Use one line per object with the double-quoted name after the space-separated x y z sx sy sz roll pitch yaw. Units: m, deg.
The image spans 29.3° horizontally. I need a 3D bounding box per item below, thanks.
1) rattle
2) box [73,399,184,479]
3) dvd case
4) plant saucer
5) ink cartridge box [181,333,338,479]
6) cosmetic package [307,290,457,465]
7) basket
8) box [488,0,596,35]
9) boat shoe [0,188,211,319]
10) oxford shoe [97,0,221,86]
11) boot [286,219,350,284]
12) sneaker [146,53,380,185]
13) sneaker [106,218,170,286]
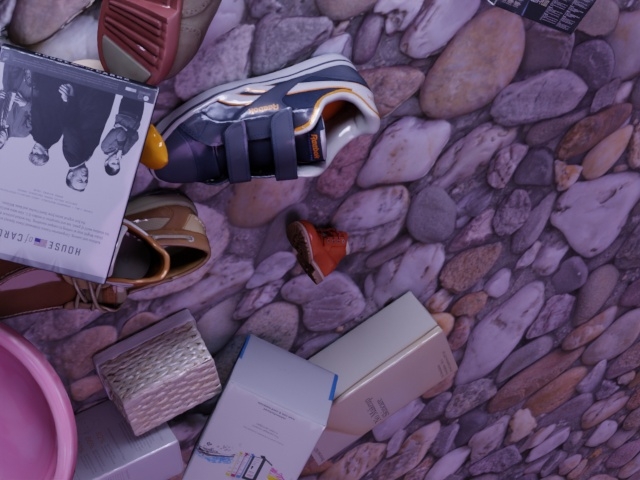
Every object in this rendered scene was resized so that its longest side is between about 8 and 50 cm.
-0.298 -0.137 1.433 0.130 0.143 0.200 -35 154 28 "rattle"
-0.319 0.327 1.913 0.170 0.130 0.091 -23 140 -19 "box"
-0.300 -0.083 1.387 0.179 0.029 0.238 15 104 -12 "dvd case"
-0.464 0.246 1.599 0.332 0.332 0.084 -50 176 16 "plant saucer"
-0.101 0.312 1.976 0.168 0.171 0.232 25 114 -3 "ink cartridge box"
0.077 0.244 2.169 0.309 0.113 0.160 -35 144 -5 "cosmetic package"
-0.243 0.203 1.866 0.167 0.103 0.113 -28 143 -15 "basket"
0.264 -0.362 1.642 0.180 0.147 0.077 9 124 -44 "box"
-0.295 0.032 1.624 0.324 0.120 0.122 -22 141 -20 "boat shoe"
-0.155 -0.340 1.379 0.130 0.123 0.348 -33 152 -56 "oxford shoe"
0.000 0.000 1.894 0.084 0.059 0.158 -36 152 -7 "boot"
-0.071 -0.142 1.622 0.321 0.127 0.126 -25 143 -14 "sneaker"
-0.306 -0.017 1.469 0.290 0.123 0.106 20 81 -35 "sneaker"
